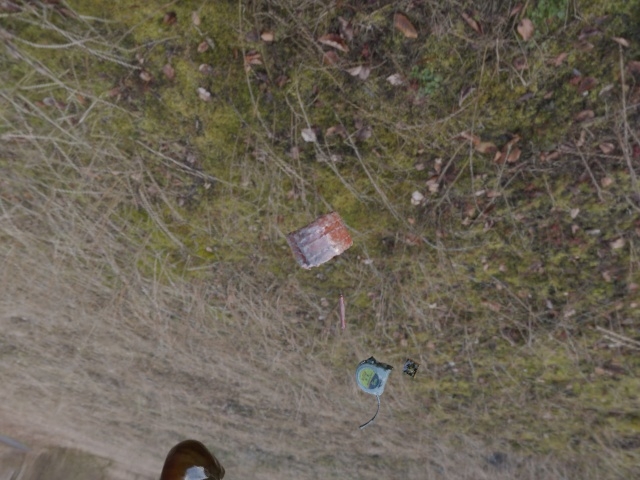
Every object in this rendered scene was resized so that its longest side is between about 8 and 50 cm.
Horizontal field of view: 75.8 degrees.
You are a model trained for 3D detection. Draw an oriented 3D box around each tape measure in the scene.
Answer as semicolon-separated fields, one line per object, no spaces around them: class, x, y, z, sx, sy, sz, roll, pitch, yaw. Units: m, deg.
tape measure;0.212;0.687;1.867;0.164;0.330;0.084;26;-164;30

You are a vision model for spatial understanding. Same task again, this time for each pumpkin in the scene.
pumpkin;0.480;0.676;2.178;0.074;0.083;0.054;24;-172;26

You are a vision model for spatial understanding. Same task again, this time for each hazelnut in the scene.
hazelnut;-0.428;0.803;1.387;0.217;0.251;0.217;-15;177;-1

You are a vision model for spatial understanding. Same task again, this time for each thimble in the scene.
thimble;0.000;0.000;1.559;0.239;0.239;0.162;-25;93;45

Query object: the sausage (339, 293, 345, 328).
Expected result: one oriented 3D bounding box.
sausage;0.130;0.427;2.458;0.030;0.029;0.222;0;102;22
